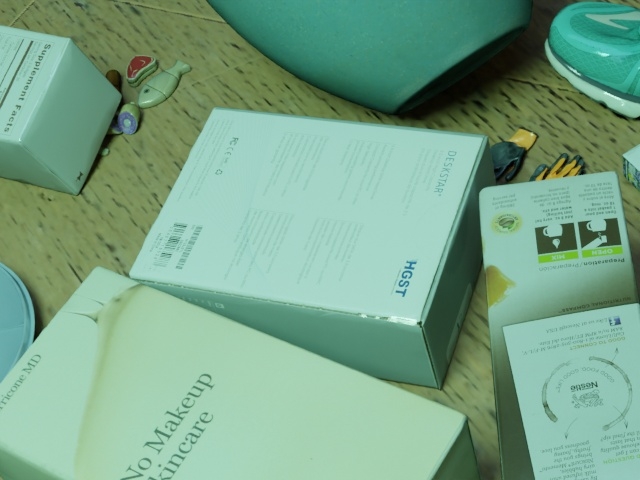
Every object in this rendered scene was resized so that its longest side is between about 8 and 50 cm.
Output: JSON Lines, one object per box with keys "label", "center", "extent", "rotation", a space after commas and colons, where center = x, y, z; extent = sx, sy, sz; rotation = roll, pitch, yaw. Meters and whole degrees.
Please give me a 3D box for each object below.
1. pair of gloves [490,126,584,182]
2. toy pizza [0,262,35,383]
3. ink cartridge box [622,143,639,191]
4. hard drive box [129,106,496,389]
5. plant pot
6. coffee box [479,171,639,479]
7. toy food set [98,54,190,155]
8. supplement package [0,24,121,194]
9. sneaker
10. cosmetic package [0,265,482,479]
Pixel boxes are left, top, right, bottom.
{"label": "pair of gloves", "center": [0.166, -0.056, 1.122], "extent": [0.083, 0.010, 0.074], "rotation": [31, 65, 34]}
{"label": "toy pizza", "center": [-0.322, 0.092, 1.117], "extent": [0.201, 0.032, 0.201], "rotation": [-7, 50, 8]}
{"label": "ink cartridge box", "center": [0.289, -0.038, 1.063], "extent": [0.063, 0.029, 0.115], "rotation": [-29, 51, -10]}
{"label": "hard drive box", "center": [0.000, 0.000, 1.069], "extent": [0.232, 0.089, 0.181], "rotation": [8, 54, 22]}
{"label": "plant pot", "center": [0.062, -0.219, 1.144], "extent": [0.290, 0.290, 0.195], "rotation": [-33, 88, -12]}
{"label": "coffee box", "center": [0.164, 0.096, 0.912], "extent": [0.098, 0.141, 0.246], "rotation": [-7, 49, 9]}
{"label": "toy food set", "center": [-0.183, -0.132, 1.272], "extent": [0.078, 0.019, 0.122], "rotation": [20, 59, 28]}
{"label": "supplement package", "center": [-0.286, -0.121, 1.221], "extent": [0.179, 0.105, 0.105], "rotation": [14, 71, 24]}
{"label": "sneaker", "center": [0.310, -0.153, 1.099], "extent": [0.275, 0.110, 0.107], "rotation": [15, 57, 26]}
{"label": "cosmetic package", "center": [-0.063, 0.150, 0.948], "extent": [0.309, 0.113, 0.160], "rotation": [19, 59, 27]}
